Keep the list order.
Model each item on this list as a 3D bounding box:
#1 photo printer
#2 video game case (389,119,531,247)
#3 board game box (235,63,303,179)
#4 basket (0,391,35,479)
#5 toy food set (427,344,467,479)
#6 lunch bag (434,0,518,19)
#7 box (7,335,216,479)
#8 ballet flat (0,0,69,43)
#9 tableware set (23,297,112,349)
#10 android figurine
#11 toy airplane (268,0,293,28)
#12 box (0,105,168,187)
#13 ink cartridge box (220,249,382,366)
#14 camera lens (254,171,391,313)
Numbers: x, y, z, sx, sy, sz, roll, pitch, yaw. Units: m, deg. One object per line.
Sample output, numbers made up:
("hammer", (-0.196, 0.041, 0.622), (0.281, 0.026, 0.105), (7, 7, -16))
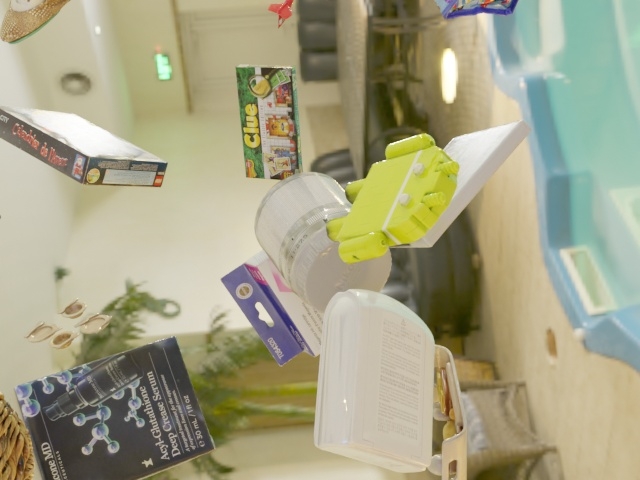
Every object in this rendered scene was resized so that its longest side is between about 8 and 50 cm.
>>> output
("photo printer", (0.106, 0.250, 1.630), (0.256, 0.107, 0.307), (27, -122, -42))
("video game case", (0.259, -0.111, 1.861), (0.036, 0.329, 0.300), (45, 166, -13))
("board game box", (-0.112, -0.259, 1.968), (0.030, 0.136, 0.259), (-47, -42, -57))
("basket", (-0.561, 0.328, 1.281), (0.213, 0.299, 0.223), (-72, -28, -46))
("toy food set", (0.283, 0.425, 2.095), (0.306, 0.092, 0.220), (-94, -3, -52))
("lunch bag", (0.247, -0.517, 1.324), (0.293, 0.138, 0.221), (116, 138, -53))
("box", (-0.498, 0.437, 2.108), (0.212, 0.395, 0.293), (-41, 68, 61))
("ballet flat", (-0.369, -0.354, 1.222), (0.073, 0.206, 0.067), (45, 171, 35))
("tableware set", (-0.523, 0.178, 1.839), (0.169, 0.141, 0.020), (14, 129, 42))
("android figurine", (0.120, -0.069, 1.453), (0.273, 0.056, 0.248), (-11, 45, 54))
("toy airplane", (-0.043, -0.468, 1.674), (0.028, 0.151, 0.151), (37, -142, -50))
("box", (-0.372, -0.144, 1.360), (0.159, 0.233, 0.044), (-3, -64, -56))
("ink cartridge box", (-0.033, 0.133, 2.262), (0.324, 0.330, 0.071), (58, 172, -28))
("camera lens", (0.000, 0.000, 1.866), (0.274, 0.219, 0.219), (-129, 30, -49))
